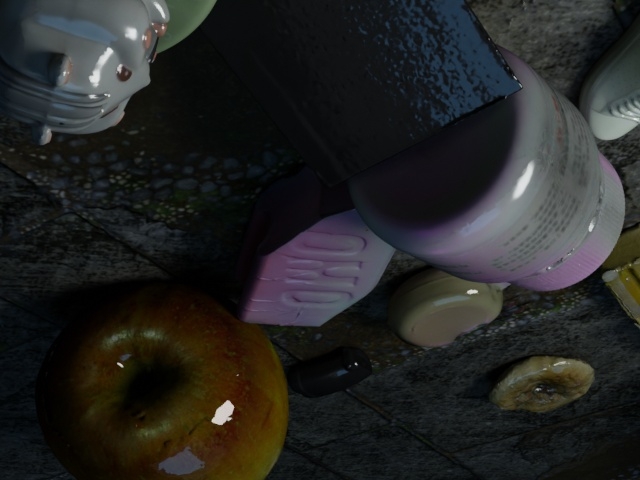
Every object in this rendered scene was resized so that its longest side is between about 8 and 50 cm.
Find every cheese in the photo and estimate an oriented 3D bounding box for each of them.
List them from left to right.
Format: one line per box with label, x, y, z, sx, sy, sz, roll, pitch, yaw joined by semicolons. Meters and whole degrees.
cheese;0.242;0.083;1.690;0.286;0.082;0.163;-28;143;29

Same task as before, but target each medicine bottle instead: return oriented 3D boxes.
medicine bottle;0.212;-0.074;1.280;0.256;0.256;0.325;-27;151;29

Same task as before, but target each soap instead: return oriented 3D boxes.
soap;0.000;0.000;1.494;0.193;0.109;0.324;3;146;-15
soap;0.535;0.054;1.700;0.135;0.076;0.233;-23;144;22

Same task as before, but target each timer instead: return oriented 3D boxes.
timer;-0.206;-0.220;0.896;0.291;0.315;0.290;-2;142;-1

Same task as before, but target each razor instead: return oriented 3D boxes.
razor;0.019;0.243;1.926;0.148;0.054;0.090;-22;148;24

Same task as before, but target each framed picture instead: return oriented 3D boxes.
framed picture;0.011;-0.228;1.091;0.255;0.014;0.338;-27;116;28

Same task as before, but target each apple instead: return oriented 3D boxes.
apple;-0.234;0.250;1.660;0.384;0.374;0.374;23;154;20

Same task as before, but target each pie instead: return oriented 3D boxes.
pie;0.433;0.271;2.046;0.218;0.052;0.185;9;139;-26

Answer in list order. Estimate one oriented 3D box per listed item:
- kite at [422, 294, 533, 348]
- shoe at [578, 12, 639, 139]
kite;0.253;0.140;1.843;0.229;0.016;0.127;-20;148;21
shoe;0.392;-0.188;1.268;0.095;0.110;0.265;2;144;-14
